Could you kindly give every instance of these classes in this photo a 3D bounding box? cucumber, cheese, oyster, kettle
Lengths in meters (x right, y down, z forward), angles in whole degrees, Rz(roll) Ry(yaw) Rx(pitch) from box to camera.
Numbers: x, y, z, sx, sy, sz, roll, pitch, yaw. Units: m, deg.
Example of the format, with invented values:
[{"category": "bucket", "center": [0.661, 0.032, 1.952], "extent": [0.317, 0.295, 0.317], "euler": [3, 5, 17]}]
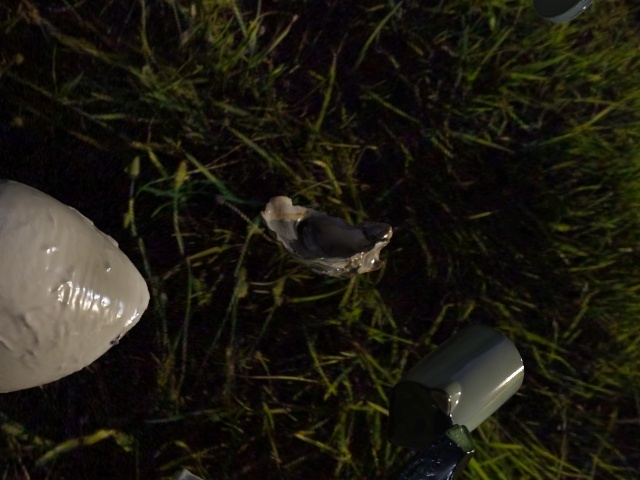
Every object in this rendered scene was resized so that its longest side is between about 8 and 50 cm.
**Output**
[{"category": "cucumber", "center": [0.167, 0.377, 1.037], "extent": [0.115, 0.086, 0.193], "euler": [11, 118, -50]}, {"category": "cheese", "center": [-0.261, 0.041, 0.516], "extent": [0.198, 0.189, 0.154], "euler": [-13, 51, 11]}, {"category": "oyster", "center": [0.013, 0.010, 1.020], "extent": [0.232, 0.107, 0.162], "euler": [1, 43, -44]}, {"category": "kettle", "center": [0.243, 0.301, 1.261], "extent": [0.255, 0.240, 0.165], "euler": [-26, 69, -42]}]

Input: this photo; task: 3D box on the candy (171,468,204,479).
[{"category": "candy", "center": [-0.174, 0.455, 0.722], "extent": [0.208, 0.145, 0.359], "euler": [26, 44, 17]}]

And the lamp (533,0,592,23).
[{"category": "lamp", "center": [0.129, -0.222, 0.410], "extent": [0.056, 0.050, 0.198], "euler": [12, 59, -30]}]
